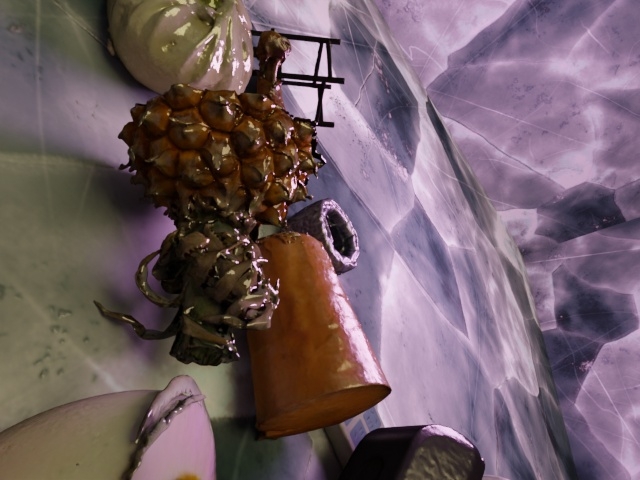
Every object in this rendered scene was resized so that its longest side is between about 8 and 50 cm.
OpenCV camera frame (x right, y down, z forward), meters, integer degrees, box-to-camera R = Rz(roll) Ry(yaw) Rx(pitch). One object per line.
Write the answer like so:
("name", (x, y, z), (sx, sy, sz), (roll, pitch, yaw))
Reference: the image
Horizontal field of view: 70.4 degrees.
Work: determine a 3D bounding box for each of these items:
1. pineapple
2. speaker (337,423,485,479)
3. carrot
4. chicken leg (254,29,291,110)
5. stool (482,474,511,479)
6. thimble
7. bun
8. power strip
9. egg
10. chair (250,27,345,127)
("pineapple", (-0.122, 0.002, 0.529), (0.262, 0.262, 0.272), (29, 52, -46))
("speaker", (0.053, 0.362, 0.576), (0.388, 0.180, 0.184), (-38, 101, -50))
("carrot", (-0.028, 0.135, 0.673), (0.196, 0.195, 0.255), (23, 41, -50))
("chicken leg", (-0.092, -0.241, 0.818), (0.107, 0.087, 0.252), (-4, 102, -40))
("stool", (0.343, 0.606, 0.895), (0.198, 0.195, 0.196), (-17, 84, -59))
("thimble", (0.001, 0.002, 0.866), (0.150, 0.097, 0.150), (39, 39, -41))
("bun", (-0.197, -0.332, 0.708), (0.259, 0.159, 0.260), (28, 51, -42))
("power strip", (0.076, 0.359, 0.788), (0.118, 0.046, 0.271), (-24, 91, -60))
("egg", (-0.180, 0.251, 0.338), (0.264, 0.173, 0.287), (-80, 168, -69))
("chair", (-0.092, -0.333, 0.927), (0.259, 0.141, 0.155), (3, 56, -8))
